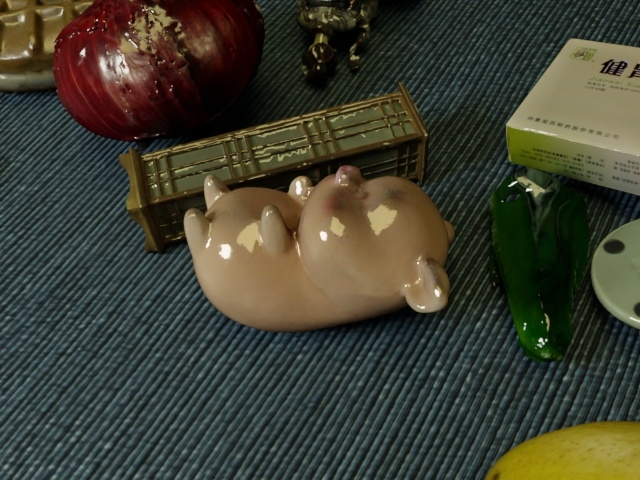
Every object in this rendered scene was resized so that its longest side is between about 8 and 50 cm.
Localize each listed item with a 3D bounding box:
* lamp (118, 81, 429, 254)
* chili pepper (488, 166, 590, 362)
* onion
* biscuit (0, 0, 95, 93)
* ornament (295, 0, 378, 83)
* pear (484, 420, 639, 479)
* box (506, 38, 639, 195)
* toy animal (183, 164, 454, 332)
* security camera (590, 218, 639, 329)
[{"bbox_3d":[-0.046,-0.079,0.778,0.325,0.090,0.089,-14,56,-7],"label":"lamp"},{"bbox_3d":[0.226,0.022,0.708,0.108,0.062,0.216,4,58,6],"label":"chili pepper"},{"bbox_3d":[-0.185,-0.224,0.792,0.252,0.219,0.252,-13,29,7],"label":"onion"},{"bbox_3d":[-0.375,-0.332,0.961,0.331,0.103,0.332,-2,57,3],"label":"biscuit"},{"bbox_3d":[0.026,-0.288,0.927,0.166,0.153,0.196,16,82,15],"label":"ornament"},{"bbox_3d":[0.195,0.223,0.514,0.178,0.267,0.267,19,56,44],"label":"pear"},{"bbox_3d":[0.359,-0.130,0.765,0.260,0.062,0.175,20,57,34],"label":"box"},{"bbox_3d":[0.000,0.011,0.674,0.250,0.154,0.166,-3,39,16],"label":"toy animal"},{"bbox_3d":[0.419,0.029,0.684,0.301,0.080,0.157,-13,42,8],"label":"security camera"}]
